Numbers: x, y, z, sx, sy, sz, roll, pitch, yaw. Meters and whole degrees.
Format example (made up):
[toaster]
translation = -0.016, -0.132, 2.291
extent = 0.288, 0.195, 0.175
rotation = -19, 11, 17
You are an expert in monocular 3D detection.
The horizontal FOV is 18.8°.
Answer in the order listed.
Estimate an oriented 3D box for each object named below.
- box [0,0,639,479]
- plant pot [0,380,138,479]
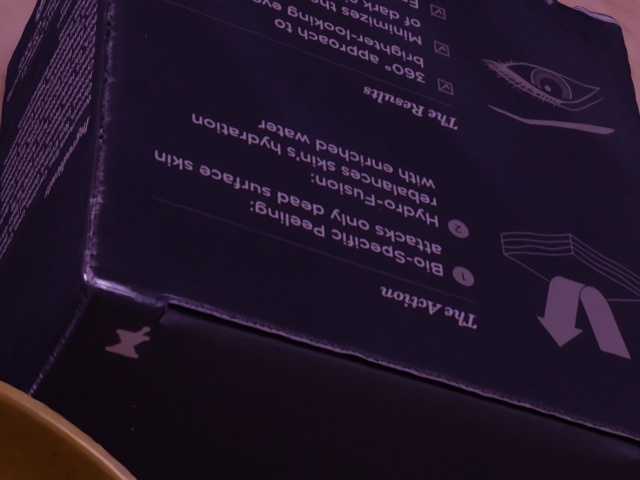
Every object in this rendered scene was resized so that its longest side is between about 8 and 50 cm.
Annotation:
[box]
translation = 0.000, 0.000, 0.496
extent = 0.156, 0.093, 0.158
rotation = 18, 43, -20
[plant pot]
translation = -0.088, 0.097, 0.337
extent = 0.134, 0.095, 0.134
rotation = 30, 32, -21
